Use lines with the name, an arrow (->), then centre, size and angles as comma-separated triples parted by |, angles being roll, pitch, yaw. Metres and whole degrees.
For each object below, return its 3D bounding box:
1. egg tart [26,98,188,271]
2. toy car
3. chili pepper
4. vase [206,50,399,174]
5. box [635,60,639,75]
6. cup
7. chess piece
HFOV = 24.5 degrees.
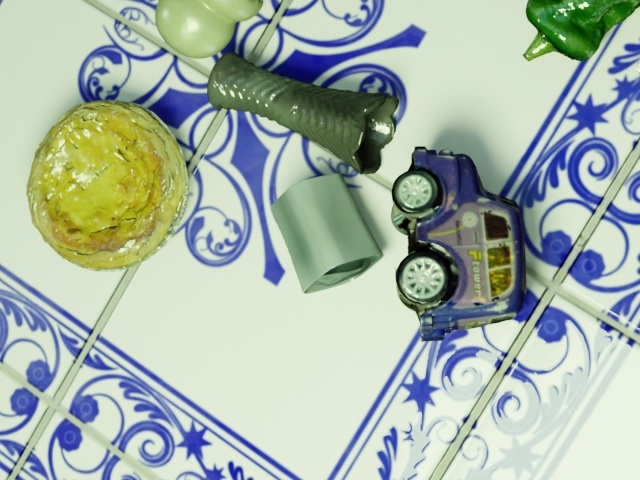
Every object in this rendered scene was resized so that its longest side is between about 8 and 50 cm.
egg tart -> -0.278, -0.071, 1.961 | 0.234, 0.094, 0.234 | -2, 83, 17
toy car -> 0.166, 0.002, 1.775 | 0.158, 0.172, 0.235 | -4, 82, 3
chili pepper -> 0.340, -0.315, 1.753 | 0.270, 0.136, 0.099 | -50, 41, 7
vase -> -0.028, -0.172, 1.880 | 0.237, 0.115, 0.115 | 22, 94, 21
box -> 0.532, -0.211, 1.675 | 0.274, 0.116, 0.203 | 30, 96, 18
cup -> 0.000, 0.000, 1.862 | 0.128, 0.095, 0.129 | -43, 65, 52
chess piece -> -0.112, -0.343, 1.907 | 0.144, 0.144, 0.251 | 46, 107, 16
